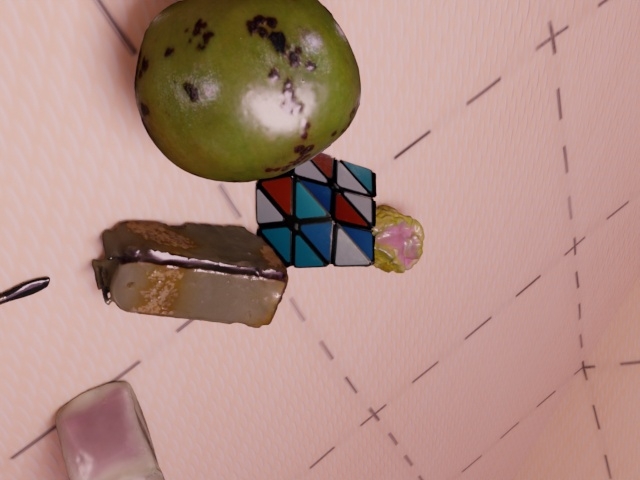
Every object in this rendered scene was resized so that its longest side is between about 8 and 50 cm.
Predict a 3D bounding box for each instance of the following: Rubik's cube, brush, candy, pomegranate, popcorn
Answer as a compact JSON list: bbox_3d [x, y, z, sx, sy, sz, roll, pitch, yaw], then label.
[{"bbox_3d":[0.000,0.000,1.111,0.284,0.234,0.250,18,110,-46],"label":"Rubik's cube"},{"bbox_3d":[-0.485,0.093,0.960,0.194,0.016,0.062,-21,133,-24],"label":"brush"},{"bbox_3d":[-0.355,0.450,1.207,0.145,0.208,0.358,-18,133,-19],"label":"candy"},{"bbox_3d":[-0.091,-0.229,0.830,0.291,0.291,0.323,-20,132,-25],"label":"pomegranate"},{"bbox_3d":[0.128,-0.002,1.296,0.145,0.126,0.125,-8,116,0],"label":"popcorn"}]

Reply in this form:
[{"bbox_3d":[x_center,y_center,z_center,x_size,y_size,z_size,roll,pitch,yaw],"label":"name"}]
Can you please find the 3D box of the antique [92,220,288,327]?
[{"bbox_3d":[-0.211,0.050,1.067,0.284,0.150,0.125,7,118,-32],"label":"antique"}]
